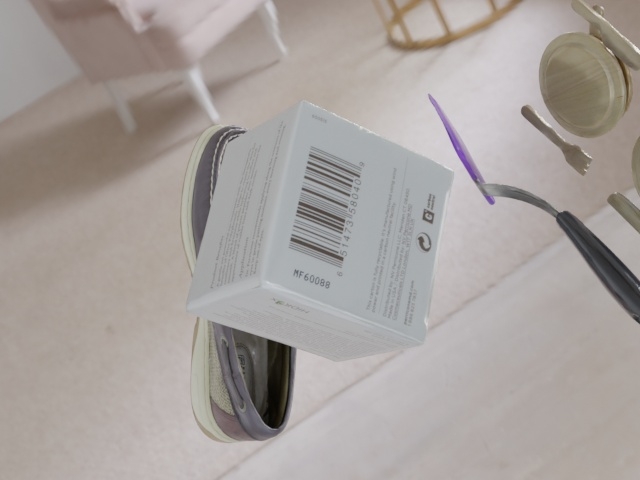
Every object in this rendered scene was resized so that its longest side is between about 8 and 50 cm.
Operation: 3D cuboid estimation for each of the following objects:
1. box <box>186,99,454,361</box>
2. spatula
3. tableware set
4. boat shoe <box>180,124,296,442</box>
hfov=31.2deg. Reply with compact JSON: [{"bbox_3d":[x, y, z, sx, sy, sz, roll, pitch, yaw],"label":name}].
[{"bbox_3d":[0.000,0.000,0.595,0.087,0.102,0.101,-20,53,55],"label":"box"},{"bbox_3d":[0.161,-0.022,0.855,0.030,0.084,0.296,-42,45,0],"label":"spatula"},{"bbox_3d":[0.246,-0.089,0.880,0.039,0.128,0.194,-23,60,-31],"label":"tableware set"},{"bbox_3d":[-0.060,0.036,1.006,0.103,0.285,0.092,5,-7,-42],"label":"boat shoe"}]
